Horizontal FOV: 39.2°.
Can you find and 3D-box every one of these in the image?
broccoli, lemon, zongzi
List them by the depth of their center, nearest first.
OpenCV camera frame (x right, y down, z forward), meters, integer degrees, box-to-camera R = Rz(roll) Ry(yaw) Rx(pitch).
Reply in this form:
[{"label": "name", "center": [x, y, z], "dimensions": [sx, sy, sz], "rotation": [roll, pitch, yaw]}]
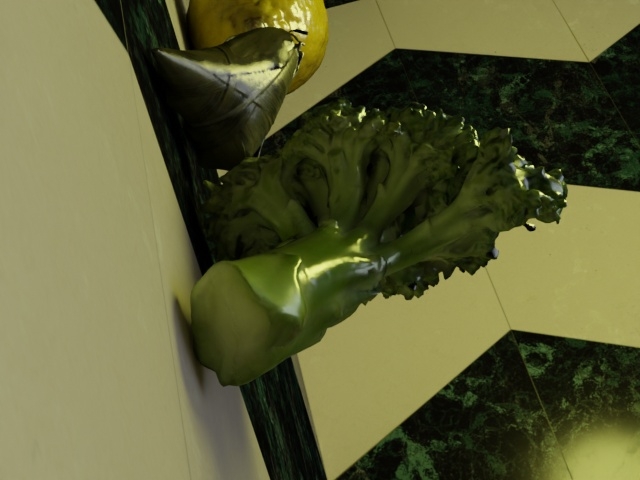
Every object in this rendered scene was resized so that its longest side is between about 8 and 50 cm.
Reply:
[{"label": "broccoli", "center": [-0.013, 0.013, 0.887], "dimensions": [0.275, 0.397, 0.353], "rotation": [49, -32, 3]}, {"label": "zongzi", "center": [-0.104, -0.210, 1.008], "dimensions": [0.204, 0.094, 0.204], "rotation": [-66, 147, -26]}, {"label": "lemon", "center": [-0.117, -0.390, 1.646], "dimensions": [0.316, 0.286, 0.285], "rotation": [16, 56, -65]}]

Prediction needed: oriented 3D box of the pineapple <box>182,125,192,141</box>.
[{"label": "pineapple", "center": [-0.139, -0.144, 1.122], "dimensions": [0.124, 0.058, 0.058], "rotation": [-118, -167, -82]}]
